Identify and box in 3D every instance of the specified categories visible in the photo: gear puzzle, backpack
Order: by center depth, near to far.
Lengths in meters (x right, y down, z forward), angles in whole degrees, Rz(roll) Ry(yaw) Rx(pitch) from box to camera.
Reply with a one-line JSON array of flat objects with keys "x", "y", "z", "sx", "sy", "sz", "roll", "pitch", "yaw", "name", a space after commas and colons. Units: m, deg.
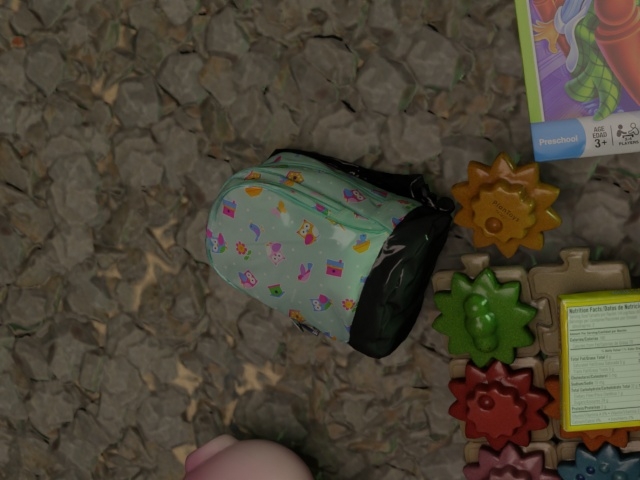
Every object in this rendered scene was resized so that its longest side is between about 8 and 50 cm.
[{"x": 0.174, "y": 0.090, "z": 1.199, "sx": 0.175, "sy": 0.044, "sz": 0.339, "roll": -3, "pitch": 114, "yaw": 21, "name": "gear puzzle"}, {"x": 0.000, "y": 0.000, "z": 1.243, "sx": 0.182, "sy": 0.115, "sz": 0.152, "roll": 28, "pitch": 114, "yaw": 16, "name": "backpack"}]

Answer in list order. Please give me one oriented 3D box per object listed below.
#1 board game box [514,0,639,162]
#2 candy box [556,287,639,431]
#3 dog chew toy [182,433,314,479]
[{"x": 0.315, "y": -0.192, "z": 1.096, "sx": 0.347, "sy": 0.078, "sz": 0.233, "roll": -5, "pitch": 101, "yaw": 22, "name": "board game box"}, {"x": 0.283, "y": 0.086, "z": 1.160, "sx": 0.205, "sy": 0.027, "sz": 0.105, "roll": -4, "pitch": 101, "yaw": -3, "name": "candy box"}, {"x": -0.010, "y": 0.313, "z": 1.282, "sx": 0.206, "sy": 0.206, "sz": 0.332, "roll": -36, "pitch": 80, "yaw": 24, "name": "dog chew toy"}]
